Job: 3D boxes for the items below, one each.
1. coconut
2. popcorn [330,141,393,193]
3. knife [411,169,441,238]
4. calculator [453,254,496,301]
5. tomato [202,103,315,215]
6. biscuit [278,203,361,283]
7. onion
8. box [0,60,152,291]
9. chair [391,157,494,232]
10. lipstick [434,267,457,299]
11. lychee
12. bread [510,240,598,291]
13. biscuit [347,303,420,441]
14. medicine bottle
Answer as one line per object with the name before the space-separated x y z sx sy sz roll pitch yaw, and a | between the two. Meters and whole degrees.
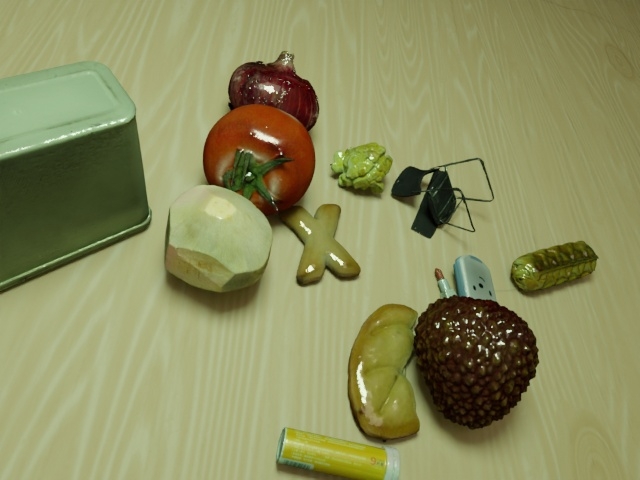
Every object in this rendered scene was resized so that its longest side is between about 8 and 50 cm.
coconut | -0.203 -0.005 0.910 0.236 0.237 0.197 31 53 3
popcorn | 0.118 -0.200 1.194 0.162 0.136 0.141 39 63 7
knife | 0.319 -0.105 1.268 0.072 0.019 0.245 28 58 -1
calculator | 0.384 0.133 1.102 0.121 0.039 0.211 20 53 -28
tomato | -0.137 -0.183 1.036 0.255 0.256 0.225 23 40 -2
biscuit | -0.001 0.000 1.080 0.164 0.047 0.208 -5 60 -21
onion | -0.116 -0.381 1.175 0.252 0.219 0.252 24 12 -5
box | -0.501 -0.107 0.810 0.351 0.344 0.177 -29 73 -31
chair | 0.323 -0.123 1.213 0.221 0.145 0.140 6 46 43
lipstick | 0.309 0.124 1.106 0.030 0.030 0.129 -5 61 -20
lychee | 0.308 0.246 0.913 0.271 0.271 0.272 8 56 -12
bread | 0.623 0.070 1.207 0.269 0.098 0.087 -11 21 -23
biscuit | 0.136 0.264 0.955 0.154 0.045 0.299 13 55 -9
medicine bottle | 0.032 0.396 0.822 0.217 0.074 0.074 15 55 -6
